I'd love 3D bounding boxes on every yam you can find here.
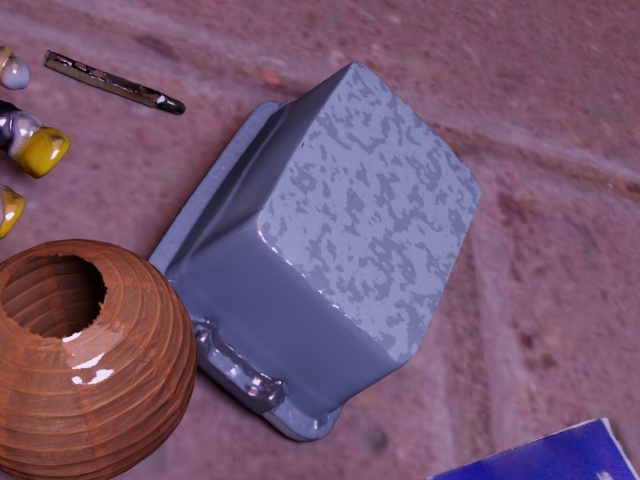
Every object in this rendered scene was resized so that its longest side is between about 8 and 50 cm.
[{"bbox_3d":[-0.148,-0.113,0.831,0.107,0.014,0.014,20,48,-15],"label":"yam"}]

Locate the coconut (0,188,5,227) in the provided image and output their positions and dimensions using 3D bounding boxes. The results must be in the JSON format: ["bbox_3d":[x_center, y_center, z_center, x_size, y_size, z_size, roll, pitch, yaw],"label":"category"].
[{"bbox_3d":[-0.246,-0.028,0.583,0.171,0.183,0.171,28,14,-8],"label":"coconut"}]

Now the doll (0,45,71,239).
[{"bbox_3d":[-0.306,-0.115,0.691,0.316,0.145,0.103,35,13,-9],"label":"doll"}]

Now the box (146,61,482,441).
[{"bbox_3d":[0.000,0.000,0.748,0.162,0.130,0.227,43,45,-14],"label":"box"}]

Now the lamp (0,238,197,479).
[{"bbox_3d":[-0.134,0.066,0.623,0.136,0.136,0.136,15,50,-19],"label":"lamp"}]

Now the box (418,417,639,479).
[{"bbox_3d":[0.049,0.235,0.475,0.106,0.299,0.200,-10,61,-36],"label":"box"}]
